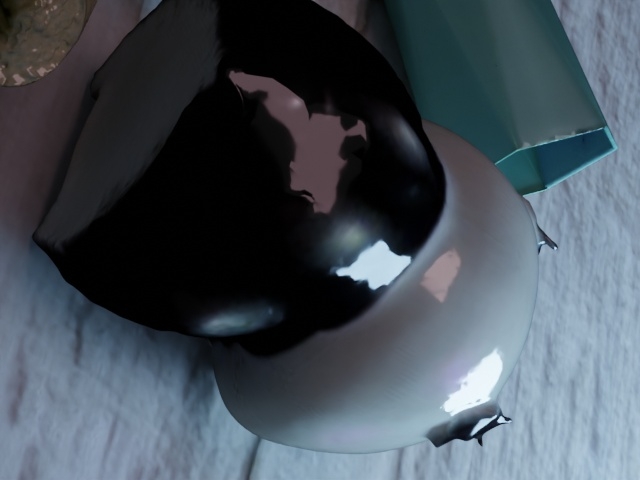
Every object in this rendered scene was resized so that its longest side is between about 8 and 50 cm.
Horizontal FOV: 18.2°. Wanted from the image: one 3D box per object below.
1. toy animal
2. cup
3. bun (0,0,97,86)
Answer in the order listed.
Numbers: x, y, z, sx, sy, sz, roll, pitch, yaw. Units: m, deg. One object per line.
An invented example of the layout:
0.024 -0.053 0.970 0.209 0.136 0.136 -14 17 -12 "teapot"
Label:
0.000 0.000 1.259 0.310 0.251 0.251 31 51 -25 "toy animal"
0.119 -0.156 1.530 0.148 0.134 0.235 40 28 -76 "cup"
-0.207 -0.187 1.161 0.193 0.128 0.178 54 26 11 "bun"
